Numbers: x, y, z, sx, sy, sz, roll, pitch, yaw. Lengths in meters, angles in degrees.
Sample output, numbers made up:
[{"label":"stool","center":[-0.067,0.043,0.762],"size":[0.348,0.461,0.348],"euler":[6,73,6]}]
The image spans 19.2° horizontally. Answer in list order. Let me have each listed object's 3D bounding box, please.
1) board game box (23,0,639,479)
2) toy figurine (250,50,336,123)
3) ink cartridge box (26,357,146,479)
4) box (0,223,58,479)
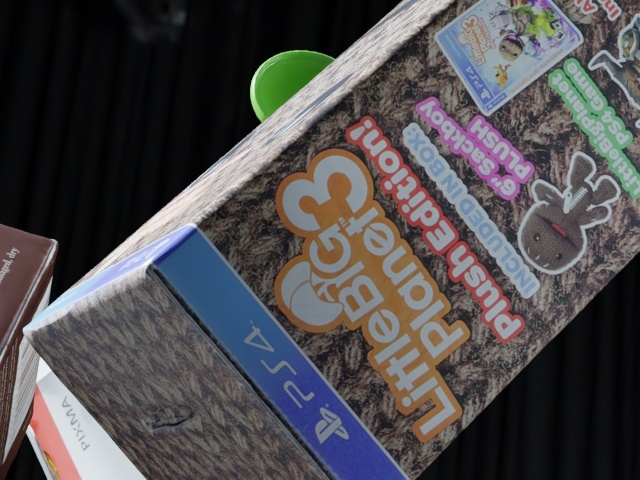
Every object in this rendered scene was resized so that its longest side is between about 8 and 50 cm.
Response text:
[{"label":"board game box","center":[0.032,-0.008,0.904],"size":[0.141,0.291,0.232],"euler":[50,-23,-7]},{"label":"toy figurine","center":[0.000,0.000,1.137],"size":[0.130,0.173,0.159],"euler":[-20,-27,-28]},{"label":"ink cartridge box","center":[-0.169,0.240,1.632],"size":[0.091,0.308,0.385],"euler":[-25,12,-10]},{"label":"box","center":[-0.295,0.082,1.225],"size":[0.203,0.167,0.168],"euler":[15,-52,1]}]
